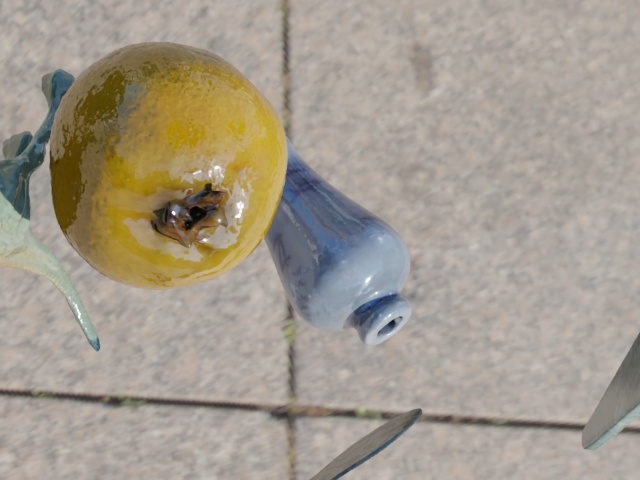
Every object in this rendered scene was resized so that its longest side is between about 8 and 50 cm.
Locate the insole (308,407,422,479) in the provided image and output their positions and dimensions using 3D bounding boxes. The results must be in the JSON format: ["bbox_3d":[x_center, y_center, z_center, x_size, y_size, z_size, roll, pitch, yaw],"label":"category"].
[{"bbox_3d":[0.019,0.217,1.420,0.193,0.065,0.006,-35,98,-14],"label":"insole"}]

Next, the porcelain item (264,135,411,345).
[{"bbox_3d":[0.000,0.000,1.634,0.141,0.141,0.259,-25,65,-33],"label":"porcelain item"}]

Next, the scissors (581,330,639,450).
[{"bbox_3d":[0.131,0.014,0.485,0.029,0.447,0.192,12,70,3],"label":"scissors"}]

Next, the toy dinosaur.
[{"bbox_3d":[-0.276,-0.035,1.299,0.092,0.393,0.205,7,46,15],"label":"toy dinosaur"}]

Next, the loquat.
[{"bbox_3d":[-0.128,-0.061,1.237,0.208,0.208,0.208,9,71,-28],"label":"loquat"}]
